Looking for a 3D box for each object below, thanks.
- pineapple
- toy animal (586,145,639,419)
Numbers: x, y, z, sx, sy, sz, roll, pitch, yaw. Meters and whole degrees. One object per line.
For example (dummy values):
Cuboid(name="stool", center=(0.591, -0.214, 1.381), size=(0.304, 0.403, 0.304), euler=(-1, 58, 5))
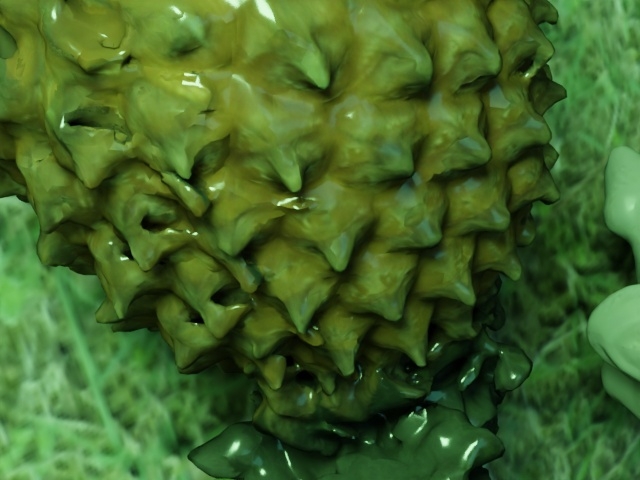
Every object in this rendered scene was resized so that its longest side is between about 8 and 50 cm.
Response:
Cuboid(name="pineapple", center=(0.001, 0.001, 0.773), size=(0.223, 0.223, 0.357), euler=(-40, 130, -27))
Cuboid(name="toy animal", center=(0.265, 0.024, 0.999), size=(0.325, 0.154, 0.208), euler=(22, 89, -43))
